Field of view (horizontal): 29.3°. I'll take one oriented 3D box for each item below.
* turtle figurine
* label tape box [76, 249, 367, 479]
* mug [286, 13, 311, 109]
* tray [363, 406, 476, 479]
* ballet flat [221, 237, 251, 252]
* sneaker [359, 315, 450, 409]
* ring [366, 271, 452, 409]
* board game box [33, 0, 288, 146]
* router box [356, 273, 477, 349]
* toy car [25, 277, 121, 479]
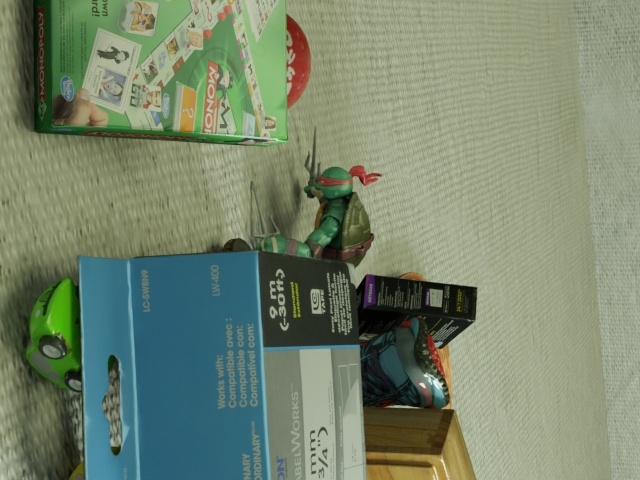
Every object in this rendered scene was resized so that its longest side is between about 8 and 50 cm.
[{"bbox_3d":[0.000,0.000,1.365,0.175,0.118,0.234,-33,126,-57],"label":"turtle figurine"},{"bbox_3d":[-0.068,0.134,1.049,0.334,0.106,0.240,10,76,-67],"label":"label tape box"},{"bbox_3d":[-0.110,-0.180,1.161,0.113,0.150,0.169,-52,165,24],"label":"mug"},{"bbox_3d":[0.098,0.364,1.433,0.076,0.203,0.410,-65,145,-45],"label":"tray"},{"bbox_3d":[-0.087,0.122,1.226,0.084,0.058,0.249,10,74,-65],"label":"ballet flat"},{"bbox_3d":[0.061,0.159,1.375,0.262,0.125,0.104,134,-63,-74],"label":"sneaker"},{"bbox_3d":[0.124,0.212,1.732,0.337,0.032,0.336,-3,90,-66],"label":"ring"},{"bbox_3d":[-0.130,-0.242,1.017,0.214,0.046,0.317,1,86,-32],"label":"board game box"},{"bbox_3d":[0.104,0.088,1.479,0.179,0.133,0.046,116,-20,-73],"label":"router box"},{"bbox_3d":[-0.182,0.117,0.993,0.239,0.053,0.225,-72,149,-41],"label":"toy car"}]
